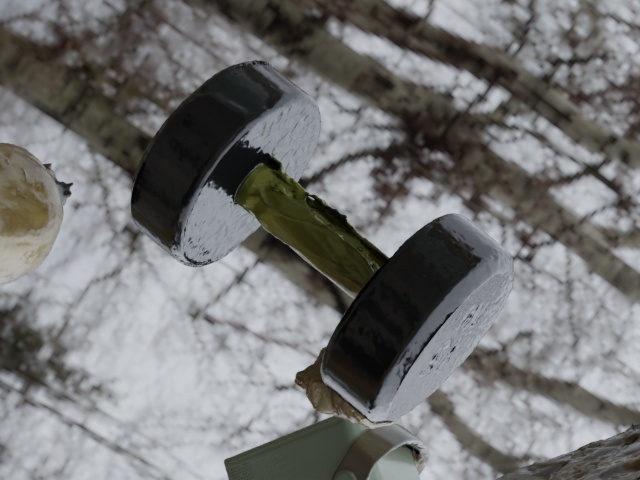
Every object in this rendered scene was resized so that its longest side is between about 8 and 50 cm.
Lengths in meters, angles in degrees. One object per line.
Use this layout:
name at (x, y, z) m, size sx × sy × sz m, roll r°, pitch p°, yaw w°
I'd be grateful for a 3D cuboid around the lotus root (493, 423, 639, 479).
lotus root at (0.251, 0.276, 1.331) m, size 0.272 × 0.192 × 0.272 m, roll -18°, pitch -174°, yaw 2°

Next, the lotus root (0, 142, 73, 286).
lotus root at (-0.341, -0.023, 1.428) m, size 0.154 × 0.257 × 0.140 m, roll -15°, pitch -98°, yaw 35°

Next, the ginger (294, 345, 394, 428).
ginger at (0.047, 0.148, 1.499) m, size 0.165 × 0.096 × 0.067 m, roll 24°, pitch -56°, yaw 59°

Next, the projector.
projector at (0.022, 0.317, 1.859) m, size 0.242 × 0.163 × 0.177 m, roll -25°, pitch -108°, yaw 21°

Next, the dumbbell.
dumbbell at (0.000, 0.000, 1.395) m, size 0.204 × 0.322 × 0.204 m, roll -44°, pitch 161°, yaw -20°
